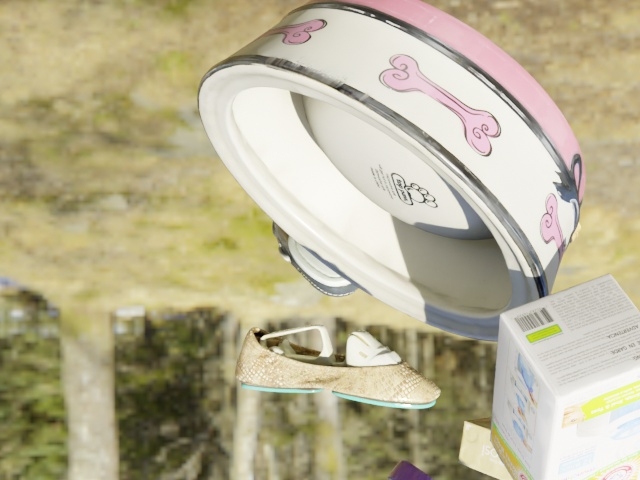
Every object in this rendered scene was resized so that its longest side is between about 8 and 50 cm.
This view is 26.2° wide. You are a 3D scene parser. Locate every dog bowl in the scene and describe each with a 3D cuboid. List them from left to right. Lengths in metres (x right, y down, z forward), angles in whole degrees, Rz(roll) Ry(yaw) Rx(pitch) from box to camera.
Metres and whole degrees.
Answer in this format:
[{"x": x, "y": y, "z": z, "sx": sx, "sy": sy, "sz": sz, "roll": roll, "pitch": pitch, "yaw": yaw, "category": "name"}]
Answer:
[{"x": 0.082, "y": -0.083, "z": 1.372, "sx": 0.408, "sy": 0.150, "sz": 0.408, "roll": 32, "pitch": 159, "yaw": 14, "category": "dog bowl"}]

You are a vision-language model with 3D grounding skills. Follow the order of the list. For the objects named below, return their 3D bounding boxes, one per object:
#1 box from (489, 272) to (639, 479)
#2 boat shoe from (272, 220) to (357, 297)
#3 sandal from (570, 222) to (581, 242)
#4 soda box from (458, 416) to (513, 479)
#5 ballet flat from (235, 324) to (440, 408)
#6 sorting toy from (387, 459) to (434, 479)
[{"x": 0.227, "y": 0.145, "z": 1.235, "sx": 0.114, "sy": 0.103, "sz": 0.203, "roll": -18, "pitch": 139, "yaw": -14, "category": "box"}, {"x": 0.000, "y": 0.000, "z": 1.878, "sx": 0.114, "sy": 0.091, "sz": 0.302, "roll": -11, "pitch": -147, "yaw": -7, "category": "boat shoe"}, {"x": 0.352, "y": -0.031, "z": 1.993, "sx": 0.049, "sy": 0.180, "sz": 0.072, "roll": 1, "pitch": -149, "yaw": -28, "category": "sandal"}, {"x": 0.267, "y": 0.283, "z": 1.777, "sx": 0.181, "sy": 0.061, "sz": 0.058, "roll": 16, "pitch": -168, "yaw": 43, "category": "soda box"}, {"x": 0.014, "y": 0.116, "z": 1.311, "sx": 0.206, "sy": 0.067, "sz": 0.073, "roll": 4, "pitch": -172, "yaw": 18, "category": "ballet flat"}, {"x": 0.210, "y": 0.433, "z": 1.890, "sx": 0.366, "sy": 0.126, "sz": 0.127, "roll": 25, "pitch": 165, "yaw": 40, "category": "sorting toy"}]
